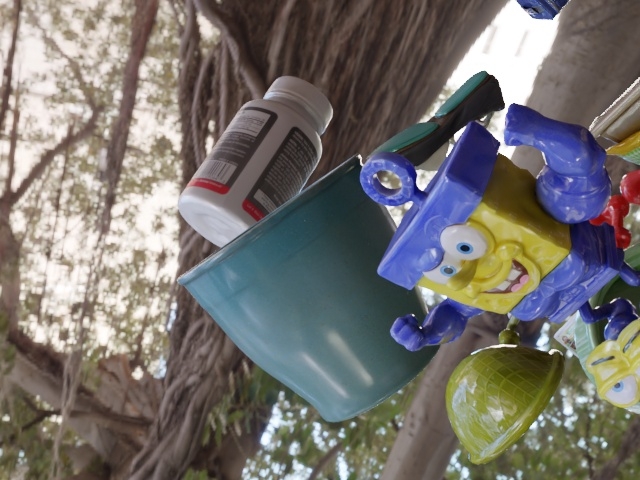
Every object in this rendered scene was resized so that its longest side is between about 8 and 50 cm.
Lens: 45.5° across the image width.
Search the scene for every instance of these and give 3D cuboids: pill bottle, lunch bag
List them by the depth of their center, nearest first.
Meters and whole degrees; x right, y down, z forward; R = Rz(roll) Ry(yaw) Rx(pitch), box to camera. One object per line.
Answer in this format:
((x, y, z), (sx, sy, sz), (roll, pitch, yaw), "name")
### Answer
((0.367, -0.401, 1.265), (0.067, 0.065, 0.098), (37, -171, -16), "lunch bag")
((-0.106, -0.144, 1.398), (0.176, 0.176, 0.318), (25, -113, 13), "pill bottle")

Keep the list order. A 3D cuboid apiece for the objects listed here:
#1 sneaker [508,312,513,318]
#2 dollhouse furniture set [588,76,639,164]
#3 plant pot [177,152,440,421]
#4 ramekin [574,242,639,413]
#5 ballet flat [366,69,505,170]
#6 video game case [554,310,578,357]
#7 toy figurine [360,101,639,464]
((0.330, 0.081, 1.270), (0.042, 0.118, 0.067), (-15, -118, -16), "sneaker")
((0.401, -0.104, 0.693), (0.198, 0.301, 0.151), (23, -123, -7), "dollhouse furniture set")
((0.007, 0.073, 0.953), (0.255, 0.272, 0.271), (55, -152, -5), "plant pot")
((0.591, 0.161, 1.316), (0.304, 0.303, 0.148), (22, 164, 7), "ramekin")
((0.151, -0.130, 0.947), (0.203, 0.074, 0.074), (-38, -131, -11), "ballet flat")
((0.620, 0.201, 1.583), (0.193, 0.212, 0.023), (41, -135, 14), "video game case")
((0.122, -0.002, 0.540), (0.217, 0.362, 0.191), (25, -129, -5), "toy figurine")
